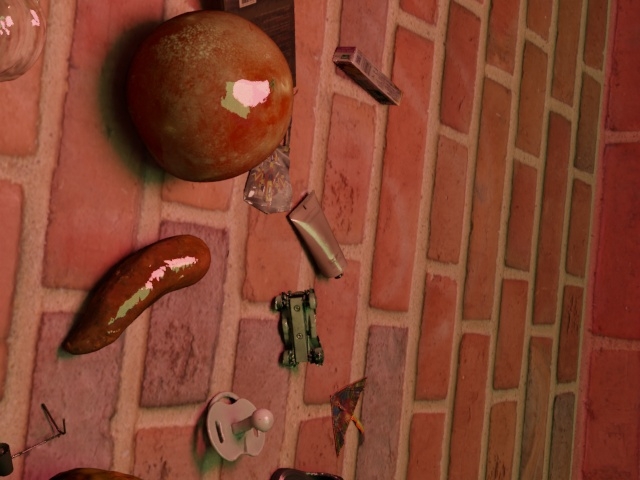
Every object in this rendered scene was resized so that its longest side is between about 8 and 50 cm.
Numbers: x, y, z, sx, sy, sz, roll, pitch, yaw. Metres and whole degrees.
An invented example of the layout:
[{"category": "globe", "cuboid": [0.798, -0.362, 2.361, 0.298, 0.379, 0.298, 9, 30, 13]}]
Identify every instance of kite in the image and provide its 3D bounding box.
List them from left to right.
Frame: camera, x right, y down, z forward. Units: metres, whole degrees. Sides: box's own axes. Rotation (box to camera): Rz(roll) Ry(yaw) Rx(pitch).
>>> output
[{"category": "kite", "cuboid": [-0.083, -0.170, 1.851, 0.141, 0.015, 0.245, 11, 87, -56]}, {"category": "kite", "cuboid": [0.060, 0.362, 2.107, 0.159, 0.010, 0.190, 49, 55, -46]}]

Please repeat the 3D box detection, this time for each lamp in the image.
[{"category": "lamp", "cuboid": [-0.412, 0.288, 1.407, 0.121, 0.041, 0.054, -40, 133, -43]}]

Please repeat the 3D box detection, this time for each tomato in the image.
[{"category": "tomato", "cuboid": [-0.160, -0.225, 1.559, 0.270, 0.223, 0.270, -2, 92, -58]}]

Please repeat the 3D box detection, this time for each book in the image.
[{"category": "book", "cuboid": [-0.105, -0.348, 1.733, 0.160, 0.024, 0.228, -29, 132, -38]}]

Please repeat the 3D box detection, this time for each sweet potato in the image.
[{"category": "sweet potato", "cuboid": [-0.279, 0.070, 1.534, 0.292, 0.097, 0.097, -37, 123, -38]}]

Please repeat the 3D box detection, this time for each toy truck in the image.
[{"category": "toy truck", "cuboid": [-0.037, 0.165, 1.908, 0.078, 0.080, 0.154, -65, 149, -72]}]

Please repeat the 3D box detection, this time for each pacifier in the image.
[{"category": "pacifier", "cuboid": [-0.132, 0.315, 1.743, 0.150, 0.117, 0.126, 14, 56, -51]}]

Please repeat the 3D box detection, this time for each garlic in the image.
[{"category": "garlic", "cuboid": [-0.446, -0.231, 1.201, 0.219, 0.219, 0.212, -22, 140, -52]}]

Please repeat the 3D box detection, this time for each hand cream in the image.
[{"category": "hand cream", "cuboid": [0.000, 0.000, 1.960, 0.087, 0.054, 0.186, -48, 124, -36]}]

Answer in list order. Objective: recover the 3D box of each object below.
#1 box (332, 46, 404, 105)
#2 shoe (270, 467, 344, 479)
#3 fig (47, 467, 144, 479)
[{"category": "box", "cuboid": [0.101, -0.338, 2.070, 0.207, 0.050, 0.041, 31, 72, -52]}, {"category": "shoe", "cuboid": [-0.003, 0.506, 1.959, 0.241, 0.093, 0.108, 30, 67, -50]}, {"category": "fig", "cuboid": [-0.318, 0.454, 1.391, 0.239, 0.239, 0.271, 15, 94, -55]}]
